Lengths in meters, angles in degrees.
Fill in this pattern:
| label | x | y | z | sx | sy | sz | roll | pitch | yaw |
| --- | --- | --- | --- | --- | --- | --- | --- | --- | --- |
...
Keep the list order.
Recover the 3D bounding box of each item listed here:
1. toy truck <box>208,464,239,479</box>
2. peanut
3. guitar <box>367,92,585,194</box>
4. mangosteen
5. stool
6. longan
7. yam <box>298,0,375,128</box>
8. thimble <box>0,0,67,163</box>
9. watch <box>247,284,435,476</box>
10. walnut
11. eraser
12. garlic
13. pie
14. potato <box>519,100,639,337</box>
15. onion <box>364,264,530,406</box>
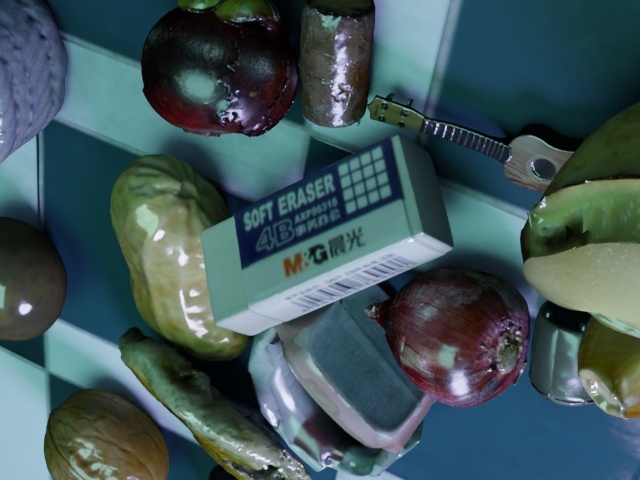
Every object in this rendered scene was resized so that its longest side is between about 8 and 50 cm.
| label | x | y | z | sx | sy | sz | roll | pitch | yaw |
| --- | --- | --- | --- | --- | --- | --- | --- | --- | --- |
| toy truck | -0.128 | 0.448 | 1.663 | 0.165 | 0.147 | 0.224 | 48 | 141 | 24 |
| peanut | -0.167 | 0.030 | 1.356 | 0.147 | 0.147 | 0.305 | 9 | 128 | 25 |
| guitar | 0.176 | -0.098 | 1.120 | 0.271 | 0.038 | 0.084 | 22 | 131 | 12 |
| mangosteen | -0.103 | -0.196 | 1.142 | 0.166 | 0.166 | 0.180 | 12 | 104 | 23 |
| stool | 0.276 | 0.117 | 1.191 | 0.096 | 0.096 | 0.110 | 10 | 123 | 24 |
| longan | -0.442 | 0.054 | 1.523 | 0.204 | 0.159 | 0.185 | 1 | 127 | 50 |
| yam | 0.017 | -0.187 | 1.118 | 0.079 | 0.079 | 0.141 | 19 | 133 | 18 |
| thimble | -0.429 | -0.210 | 1.312 | 0.217 | 0.157 | 0.245 | 4 | 126 | 29 |
| watch | 0.017 | 0.179 | 1.370 | 0.253 | 0.162 | 0.241 | 50 | 145 | -8 |
| walnut | -0.324 | 0.320 | 1.655 | 0.207 | 0.167 | 0.167 | 39 | 134 | 2 |
| eraser | 0.000 | 0.000 | 1.199 | 0.279 | 0.081 | 0.124 | -25 | 64 | 28 |
| garlic | 0.370 | 0.087 | 1.066 | 0.245 | 0.164 | 0.145 | -30 | 97 | 22 |
| pie | -0.148 | 0.236 | 1.465 | 0.337 | 0.075 | 0.337 | 38 | 165 | 12 |
| potato | 0.333 | -0.039 | 0.948 | 0.242 | 0.242 | 0.285 | 46 | 151 | -8 |
| onion | 0.134 | 0.097 | 1.221 | 0.195 | 0.159 | 0.159 | 19 | 133 | 35 |
